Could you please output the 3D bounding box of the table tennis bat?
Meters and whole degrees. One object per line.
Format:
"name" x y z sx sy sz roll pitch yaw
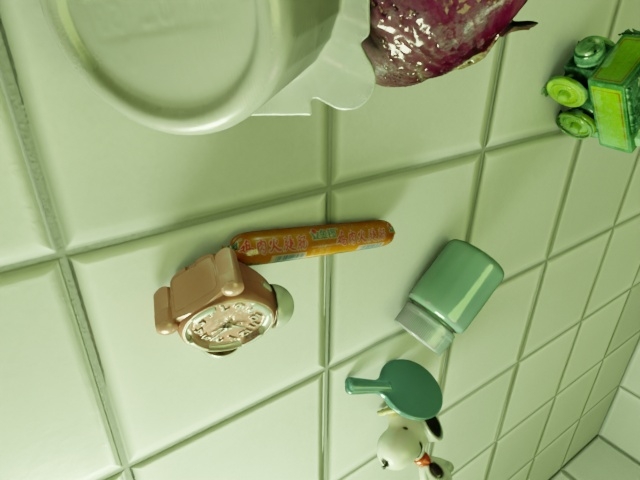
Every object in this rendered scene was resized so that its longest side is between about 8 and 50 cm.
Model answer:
"table tennis bat" 0.166 0.332 1.014 0.237 0.149 0.038 8 132 -20

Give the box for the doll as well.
"doll" 0.241 0.491 1.067 0.271 0.144 0.208 40 52 -11

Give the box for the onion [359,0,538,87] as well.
"onion" 0.054 -0.320 0.506 0.159 0.267 0.348 -46 108 -12

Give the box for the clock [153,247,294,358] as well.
"clock" -0.137 0.097 0.663 0.166 0.092 0.162 -31 137 10

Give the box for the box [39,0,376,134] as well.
"box" -0.080 -0.188 0.390 0.291 0.206 0.262 43 122 -16

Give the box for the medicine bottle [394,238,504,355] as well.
"medicine bottle" 0.273 0.119 0.967 0.225 0.139 0.139 -52 133 -5

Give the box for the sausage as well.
"sausage" 0.000 0.000 0.750 0.348 0.053 0.053 -7 117 -35

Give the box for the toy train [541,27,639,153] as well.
"toy train" 0.619 -0.317 0.972 0.159 0.188 0.272 -52 135 -2
